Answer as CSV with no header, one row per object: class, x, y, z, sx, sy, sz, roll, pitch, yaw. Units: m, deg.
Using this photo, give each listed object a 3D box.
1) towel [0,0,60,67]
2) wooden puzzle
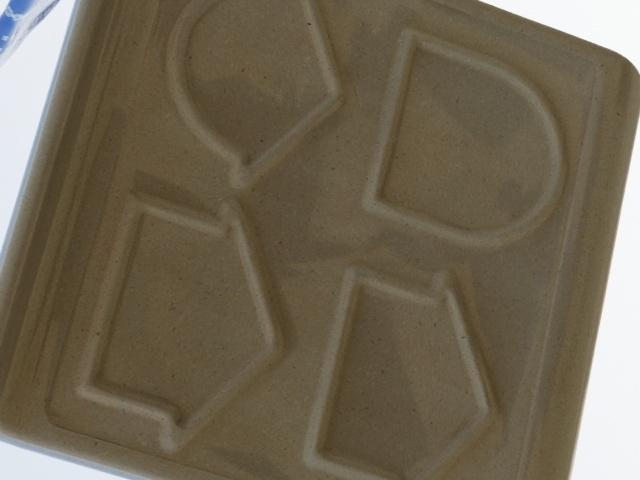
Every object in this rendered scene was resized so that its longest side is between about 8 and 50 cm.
towel,-0.103,-0.261,1.316,0.040,0.336,0.243,38,-145,-6
wooden puzzle,0.000,0.000,1.093,0.348,0.080,0.322,20,-109,-19
